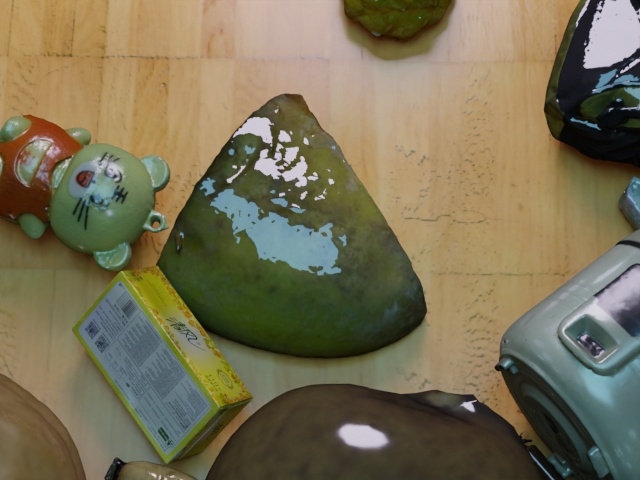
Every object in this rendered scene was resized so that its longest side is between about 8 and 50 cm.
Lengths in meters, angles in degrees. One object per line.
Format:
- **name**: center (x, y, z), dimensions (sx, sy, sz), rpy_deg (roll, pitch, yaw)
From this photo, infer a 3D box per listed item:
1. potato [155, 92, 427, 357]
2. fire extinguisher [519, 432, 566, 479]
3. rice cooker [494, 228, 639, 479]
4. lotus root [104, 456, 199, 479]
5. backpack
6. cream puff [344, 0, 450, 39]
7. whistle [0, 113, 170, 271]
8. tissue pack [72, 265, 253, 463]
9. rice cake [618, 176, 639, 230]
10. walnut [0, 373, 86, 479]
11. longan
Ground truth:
- **potato**: center (0.000, 0.000, 1.712), dimensions (0.255, 0.112, 0.269), rpy_deg (31, 74, 11)
- **fire extinguisher**: center (0.221, 0.226, 1.665), dimensions (0.083, 0.022, 0.028), rpy_deg (49, 38, 18)
- **rice cooker**: center (0.309, 0.115, 1.600), dimensions (0.244, 0.226, 0.226), rpy_deg (-33, 72, -13)
- **lotus root**: center (-0.145, 0.259, 1.628), dimensions (0.152, 0.072, 0.063), rpy_deg (21, 27, 15)
- **backpack**: center (0.372, -0.169, 1.754), dimensions (0.253, 0.140, 0.207), rpy_deg (16, 72, 11)
- **cream puff**: center (0.086, -0.303, 1.826), dimensions (0.146, 0.116, 0.146), rpy_deg (1, 65, -1)
- **whistle**: center (-0.287, -0.067, 1.740), dimensions (0.288, 0.106, 0.131), rpy_deg (23, 77, 10)
- **tissue pack**: center (-0.157, 0.122, 1.666), dimensions (0.176, 0.062, 0.095), rpy_deg (51, 118, 17)
- **rice cake**: center (0.370, 0.029, 1.728), dimensions (0.034, 0.043, 0.211), rpy_deg (-25, 71, -15)
- **walnut**: center (-0.384, 0.272, 1.503), dimensions (0.383, 0.383, 0.384), rpy_deg (0, 68, 1)
- **longan**: center (0.047, 0.268, 1.501), dimensions (0.319, 0.319, 0.319), rpy_deg (0, 68, 1)
